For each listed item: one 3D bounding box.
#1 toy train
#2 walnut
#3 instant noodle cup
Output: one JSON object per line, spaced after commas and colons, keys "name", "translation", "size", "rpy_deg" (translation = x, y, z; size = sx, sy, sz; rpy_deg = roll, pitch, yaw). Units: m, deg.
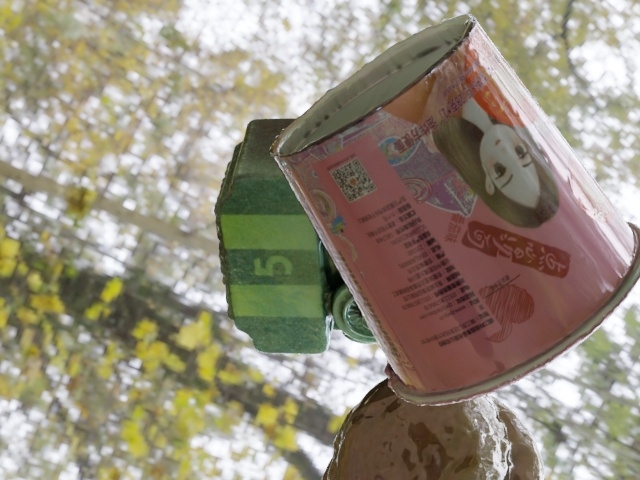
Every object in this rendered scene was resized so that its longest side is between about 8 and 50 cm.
{"name": "toy train", "translation": [0.000, 0.000, 1.604], "size": [0.238, 0.299, 0.167], "rpy_deg": [0, -146, 8]}
{"name": "walnut", "translation": [0.121, 0.257, 1.474], "size": [0.248, 0.248, 0.248], "rpy_deg": [-24, -127, 36]}
{"name": "instant noodle cup", "translation": [0.100, -0.030, 1.104], "size": [0.243, 0.231, 0.243], "rpy_deg": [-32, -166, 9]}
